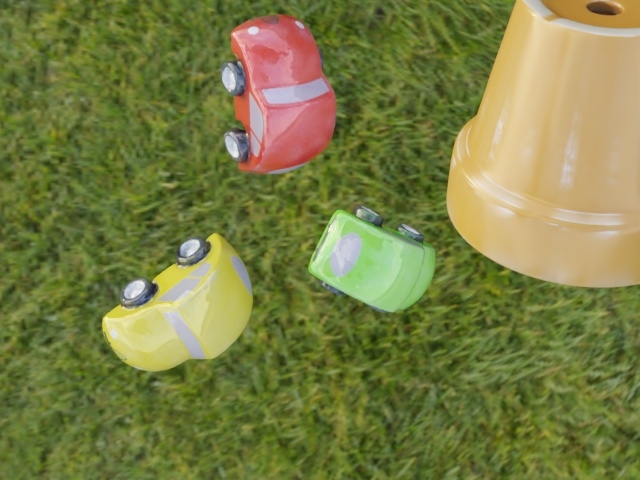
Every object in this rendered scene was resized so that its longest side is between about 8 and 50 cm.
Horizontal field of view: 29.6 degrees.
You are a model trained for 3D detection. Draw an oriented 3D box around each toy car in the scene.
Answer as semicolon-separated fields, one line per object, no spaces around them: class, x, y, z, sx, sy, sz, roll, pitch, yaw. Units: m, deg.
toy car;0.000;0.000;0.776;0.053;0.225;0.239;36;102;51

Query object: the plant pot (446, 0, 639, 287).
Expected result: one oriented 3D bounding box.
plant pot;0.207;-0.099;0.927;0.205;0.205;0.188;18;127;22
